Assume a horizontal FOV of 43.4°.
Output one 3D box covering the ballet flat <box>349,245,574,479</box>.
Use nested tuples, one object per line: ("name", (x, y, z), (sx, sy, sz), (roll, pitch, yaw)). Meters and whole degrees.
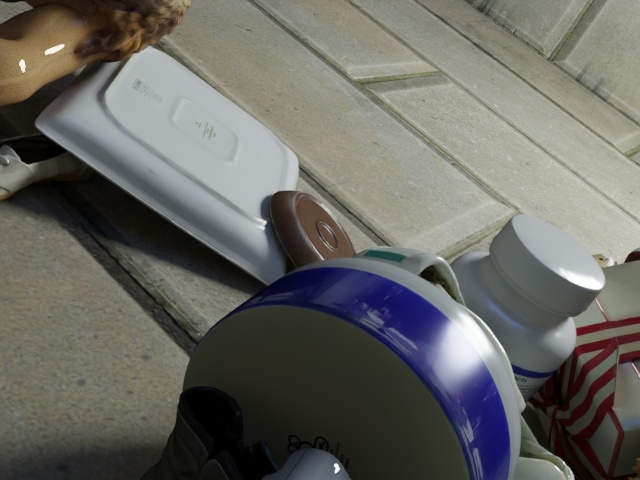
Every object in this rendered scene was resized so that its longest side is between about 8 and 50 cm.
("ballet flat", (0.142, 0.182, 0.715), (0.400, 0.139, 0.139), (60, 31, -5))

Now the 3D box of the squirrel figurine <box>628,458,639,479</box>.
("squirrel figurine", (0.461, 0.312, 0.713), (0.397, 0.370, 0.281), (42, 43, 19))

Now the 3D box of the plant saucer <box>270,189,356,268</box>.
("plant saucer", (0.000, 0.000, 1.039), (0.168, 0.029, 0.168), (44, 25, -26))

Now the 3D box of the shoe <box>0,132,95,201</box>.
("shoe", (-0.339, -0.093, 0.899), (0.076, 0.058, 0.219), (42, 31, 17))

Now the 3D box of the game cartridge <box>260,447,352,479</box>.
("game cartridge", (0.005, 0.301, 0.465), (0.297, 0.062, 0.198), (70, 24, -13))

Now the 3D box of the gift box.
("gift box", (0.365, 0.152, 0.911), (0.258, 0.276, 0.255), (-12, 38, -2))

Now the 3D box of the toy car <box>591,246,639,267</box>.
("toy car", (0.493, 0.052, 1.383), (0.188, 0.149, 0.155), (29, 15, 20))

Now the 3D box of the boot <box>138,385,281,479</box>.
("boot", (-0.062, 0.235, 0.560), (0.083, 0.161, 0.246), (-5, 45, -45))

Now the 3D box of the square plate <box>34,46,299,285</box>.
("square plate", (-0.163, -0.129, 1.058), (0.344, 0.049, 0.347), (36, 26, -18))

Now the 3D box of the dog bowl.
("dog bowl", (0.019, 0.153, 0.654), (0.265, 0.265, 0.104), (40, 33, 14))

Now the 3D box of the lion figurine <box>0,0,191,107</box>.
("lion figurine", (-0.334, -0.227, 0.924), (0.240, 0.142, 0.392), (15, 48, 23))

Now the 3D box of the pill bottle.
("pill bottle", (0.170, 0.108, 0.851), (0.152, 0.272, 0.152), (23, 30, -14))
